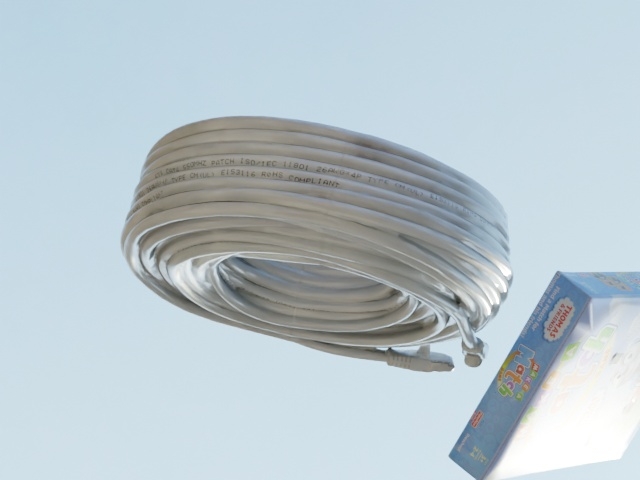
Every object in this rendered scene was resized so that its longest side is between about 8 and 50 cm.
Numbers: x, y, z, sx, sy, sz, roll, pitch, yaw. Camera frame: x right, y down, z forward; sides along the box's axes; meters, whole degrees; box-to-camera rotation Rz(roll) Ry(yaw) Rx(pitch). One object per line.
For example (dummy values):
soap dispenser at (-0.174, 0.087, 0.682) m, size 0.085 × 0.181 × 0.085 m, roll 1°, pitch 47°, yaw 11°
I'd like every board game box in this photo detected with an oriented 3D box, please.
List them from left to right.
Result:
board game box at (0.197, 0.096, 1.390) m, size 0.039 × 0.211 × 0.160 m, roll 40°, pitch -68°, yaw 31°

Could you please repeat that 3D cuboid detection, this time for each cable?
cable at (0.000, 0.000, 1.245) m, size 0.257 × 0.089 × 0.257 m, roll 10°, pitch -20°, yaw 1°
